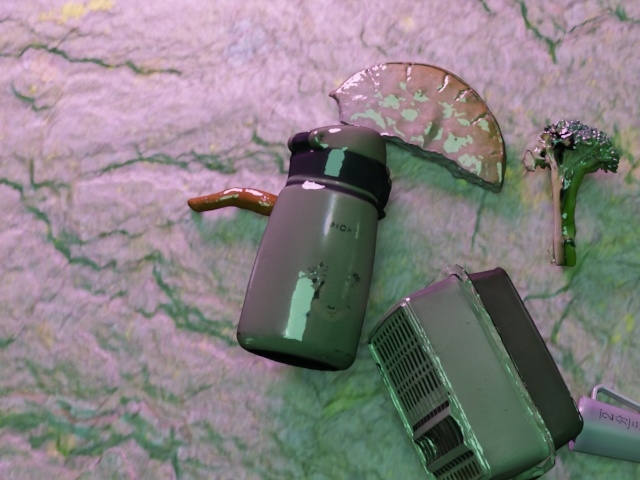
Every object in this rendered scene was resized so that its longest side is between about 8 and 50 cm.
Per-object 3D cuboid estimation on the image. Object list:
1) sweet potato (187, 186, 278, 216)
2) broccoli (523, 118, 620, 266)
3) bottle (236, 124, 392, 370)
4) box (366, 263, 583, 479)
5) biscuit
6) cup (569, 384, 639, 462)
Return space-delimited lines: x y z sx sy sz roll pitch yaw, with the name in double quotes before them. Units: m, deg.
"sweet potato" -0.107 -0.057 1.799 0.179 0.044 0.044 6 78 6
"broccoli" 0.347 -0.066 1.727 0.122 0.118 0.204 7 94 -3
"bottle" 0.002 0.000 1.710 0.168 0.168 0.347 12 77 9
"box" 0.199 0.187 1.619 0.166 0.220 0.290 -20 75 -21
"biscuit" 0.155 -0.186 1.796 0.290 0.038 0.141 25 81 11
"cup" 0.395 0.245 1.667 0.116 0.074 0.104 13 51 5
